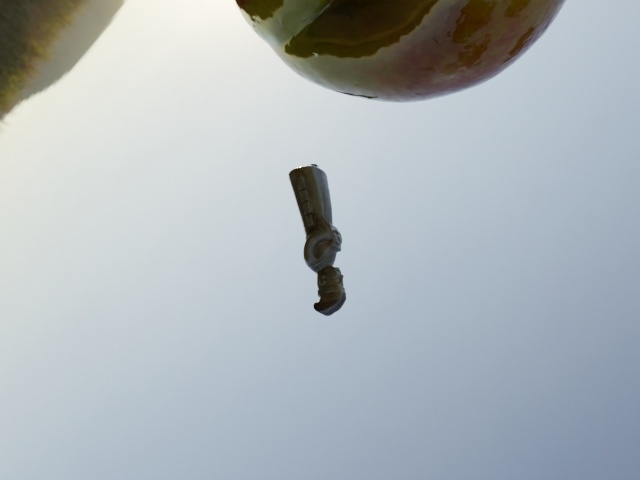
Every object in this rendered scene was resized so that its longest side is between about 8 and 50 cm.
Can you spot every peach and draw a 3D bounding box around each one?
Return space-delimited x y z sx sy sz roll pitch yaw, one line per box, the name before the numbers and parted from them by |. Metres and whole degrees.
peach | 0.045 -0.171 0.398 0.190 0.190 0.192 -23 -156 44

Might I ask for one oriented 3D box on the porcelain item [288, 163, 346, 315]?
porcelain item | 0.000 0.000 1.129 0.054 0.084 0.213 -19 -112 20
